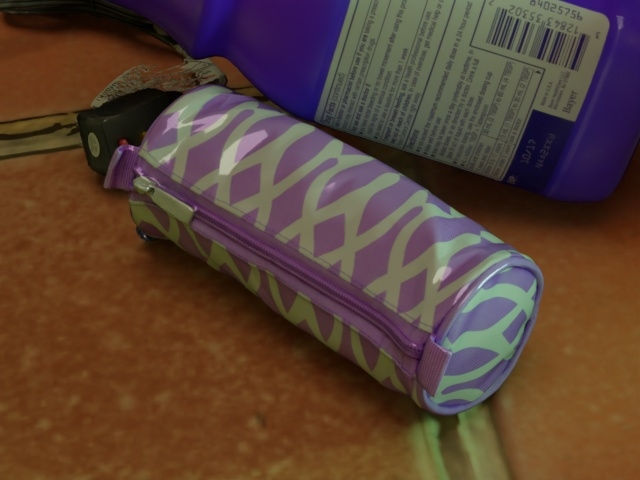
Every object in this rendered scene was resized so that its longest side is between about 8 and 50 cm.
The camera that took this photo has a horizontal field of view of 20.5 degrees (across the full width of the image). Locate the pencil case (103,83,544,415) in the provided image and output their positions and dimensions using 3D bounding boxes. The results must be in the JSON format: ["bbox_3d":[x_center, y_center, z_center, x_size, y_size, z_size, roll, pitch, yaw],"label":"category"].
[{"bbox_3d":[0.000,0.000,0.791,0.206,0.086,0.088,29,19,31],"label":"pencil case"}]

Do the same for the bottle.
[{"bbox_3d":[0.021,-0.109,0.836,0.282,0.118,0.092,17,33,-1],"label":"bottle"}]

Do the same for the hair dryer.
[{"bbox_3d":[-0.058,-0.163,0.972,0.293,0.080,0.223,-29,48,-23],"label":"hair dryer"}]
